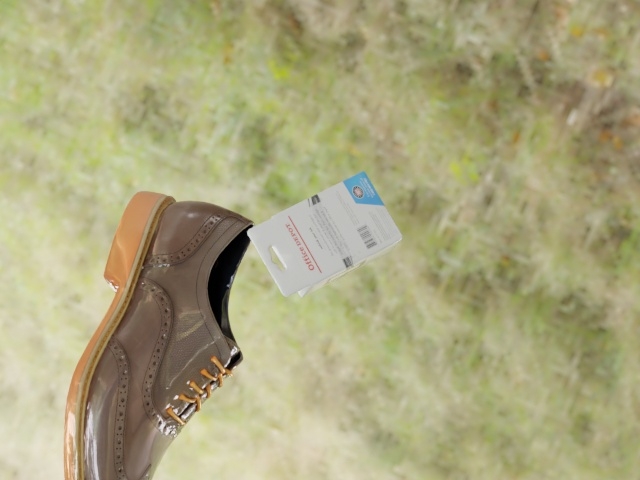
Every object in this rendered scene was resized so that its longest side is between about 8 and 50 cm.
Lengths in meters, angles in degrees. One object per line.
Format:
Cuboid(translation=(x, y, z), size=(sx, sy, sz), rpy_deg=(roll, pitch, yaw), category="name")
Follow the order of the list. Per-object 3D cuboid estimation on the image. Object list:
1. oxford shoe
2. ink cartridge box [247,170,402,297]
Cuboid(translation=(-0.151, 0.128, 1.481), size=(0.133, 0.363, 0.130), rpy_deg=(7, 165, 13), category="oxford shoe")
Cuboid(translation=(0.000, 0.000, 0.923), size=(0.048, 0.083, 0.028), rpy_deg=(60, 159, 9), category="ink cartridge box")
